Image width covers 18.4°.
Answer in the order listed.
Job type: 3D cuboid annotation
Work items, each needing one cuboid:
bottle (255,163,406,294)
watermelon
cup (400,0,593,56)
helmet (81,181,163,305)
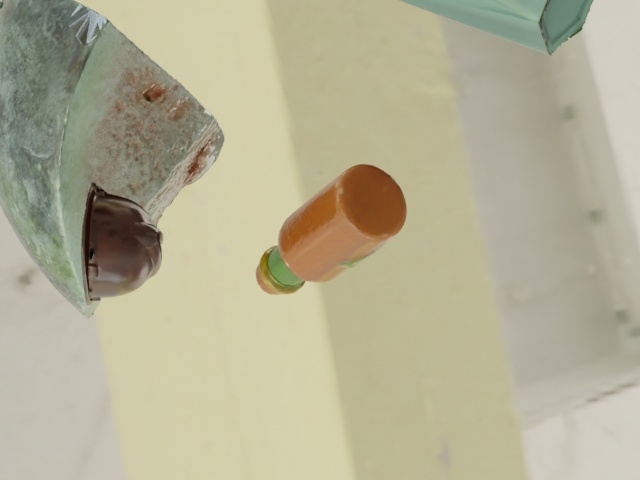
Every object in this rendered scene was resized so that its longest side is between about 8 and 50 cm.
[{"bbox_3d":[0.000,0.000,1.640,0.069,0.187,0.069,11,-115,-26],"label":"bottle"},{"bbox_3d":[-0.181,-0.119,1.674,0.214,0.289,0.320,-1,-121,-15],"label":"watermelon"},{"bbox_3d":[0.116,-0.254,1.671,0.148,0.236,0.134,-12,-56,-57],"label":"cup"},{"bbox_3d":[-0.148,0.005,1.489,0.057,0.111,0.089,6,-110,0],"label":"helmet"}]
